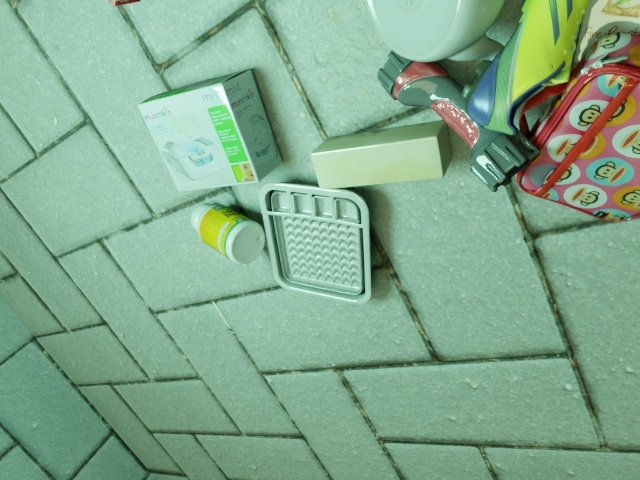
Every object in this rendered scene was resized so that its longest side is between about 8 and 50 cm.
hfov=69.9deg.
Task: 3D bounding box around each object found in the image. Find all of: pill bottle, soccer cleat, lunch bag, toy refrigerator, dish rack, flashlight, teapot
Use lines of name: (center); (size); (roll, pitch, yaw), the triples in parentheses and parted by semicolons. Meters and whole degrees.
pill bottle: (-0.252, -0.027, 1.216); (0.208, 0.117, 0.118); (27, 134, 39)
soccer cleat: (0.330, -0.288, 0.665); (0.121, 0.093, 0.289); (42, 114, 25)
lunch bag: (0.451, -0.171, 0.727); (0.257, 0.120, 0.293); (22, 152, 9)
toy refrigerator: (0.127, -0.172, 0.956); (0.269, 0.102, 0.094); (-2, 120, 28)
dish rack: (0.000, 0.000, 1.159); (0.285, 0.072, 0.333); (9, 124, 22)
flashlight: (0.227, -0.217, 0.804); (0.304, 0.103, 0.103); (54, 160, 18)
teapot: (0.197, -0.419, 0.706); (0.252, 0.187, 0.256); (49, 155, 26)

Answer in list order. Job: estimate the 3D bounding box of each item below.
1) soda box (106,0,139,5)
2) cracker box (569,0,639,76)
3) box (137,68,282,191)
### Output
soda box: (-0.517, -0.628, 0.997); (0.263, 0.083, 0.092); (36, 130, 2)
cracker box: (0.476, -0.345, 0.677); (0.155, 0.067, 0.233); (10, 125, 23)
box: (-0.256, -0.255, 1.088); (0.261, 0.127, 0.231); (-1, 122, 29)
